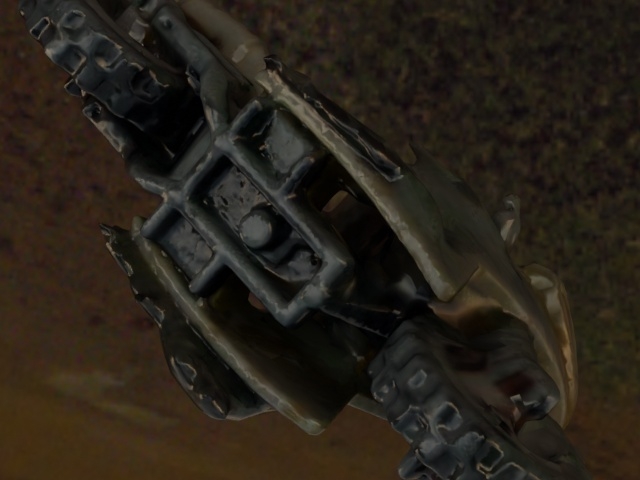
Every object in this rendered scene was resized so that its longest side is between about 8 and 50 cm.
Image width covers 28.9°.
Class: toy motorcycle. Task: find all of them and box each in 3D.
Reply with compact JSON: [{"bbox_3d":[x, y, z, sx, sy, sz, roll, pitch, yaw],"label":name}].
[{"bbox_3d":[0.000,0.000,0.391,0.094,0.229,0.130,-49,162,17],"label":"toy motorcycle"}]
